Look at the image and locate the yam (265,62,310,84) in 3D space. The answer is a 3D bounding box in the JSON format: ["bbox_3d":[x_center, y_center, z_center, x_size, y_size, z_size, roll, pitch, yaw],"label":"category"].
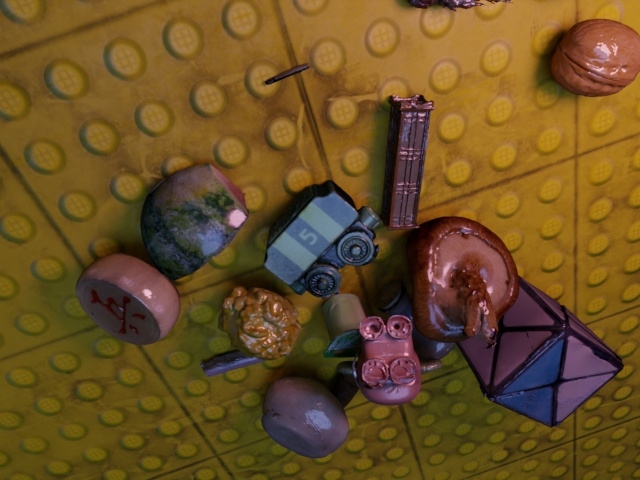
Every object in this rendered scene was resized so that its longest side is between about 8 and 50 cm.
[{"bbox_3d":[-0.073,-0.369,0.996,0.107,0.014,0.014,-22,121,1],"label":"yam"}]

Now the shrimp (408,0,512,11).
[{"bbox_3d":[0.292,-0.518,0.940,0.233,0.090,0.079,8,98,0],"label":"shrimp"}]

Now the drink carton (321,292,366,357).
[{"bbox_3d":[0.075,0.235,1.273,0.146,0.142,0.144,8,135,-27],"label":"drink carton"}]

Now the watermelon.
[{"bbox_3d":[-0.321,-0.024,1.076,0.305,0.180,0.224,-39,75,15],"label":"watermelon"}]

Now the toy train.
[{"bbox_3d":[0.000,0.000,1.143,0.238,0.167,0.299,40,103,-17],"label":"toy train"}]

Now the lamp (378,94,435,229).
[{"bbox_3d":[0.208,-0.186,1.112,0.089,0.090,0.325,-4,119,-8],"label":"lamp"}]

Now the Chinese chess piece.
[{"bbox_3d":[-0.466,0.145,1.097,0.250,0.103,0.249,12,132,14],"label":"Chinese chess piece"}]

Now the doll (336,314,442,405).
[{"bbox_3d":[0.179,0.313,1.179,0.284,0.268,0.216,-3,76,6],"label":"doll"}]

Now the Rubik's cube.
[{"bbox_3d":[0.635,0.330,1.358,0.307,0.310,0.305,30,109,-22],"label":"Rubik's cube"}]

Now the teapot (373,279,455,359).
[{"bbox_3d":[0.276,0.235,1.323,0.251,0.183,0.183,42,104,-17],"label":"teapot"}]

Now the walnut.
[{"bbox_3d":[0.637,-0.415,1.032,0.197,0.165,0.165,15,115,-15],"label":"walnut"}]

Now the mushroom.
[{"bbox_3d":[0.377,0.103,1.164,0.345,0.259,0.345,2,82,-17],"label":"mushroom"}]

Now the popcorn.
[{"bbox_3d":[-0.168,0.217,1.209,0.235,0.217,0.181,29,83,-18],"label":"popcorn"}]

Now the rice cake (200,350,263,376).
[{"bbox_3d":[-0.224,0.353,1.349,0.270,0.049,0.055,-14,134,-5],"label":"rice cake"}]

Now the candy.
[{"bbox_3d":[-0.043,0.534,1.392,0.295,0.185,0.295,11,127,15],"label":"candy"}]

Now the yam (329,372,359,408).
[{"bbox_3d":[0.076,0.489,1.471,0.084,0.084,0.127,21,117,-21],"label":"yam"}]
